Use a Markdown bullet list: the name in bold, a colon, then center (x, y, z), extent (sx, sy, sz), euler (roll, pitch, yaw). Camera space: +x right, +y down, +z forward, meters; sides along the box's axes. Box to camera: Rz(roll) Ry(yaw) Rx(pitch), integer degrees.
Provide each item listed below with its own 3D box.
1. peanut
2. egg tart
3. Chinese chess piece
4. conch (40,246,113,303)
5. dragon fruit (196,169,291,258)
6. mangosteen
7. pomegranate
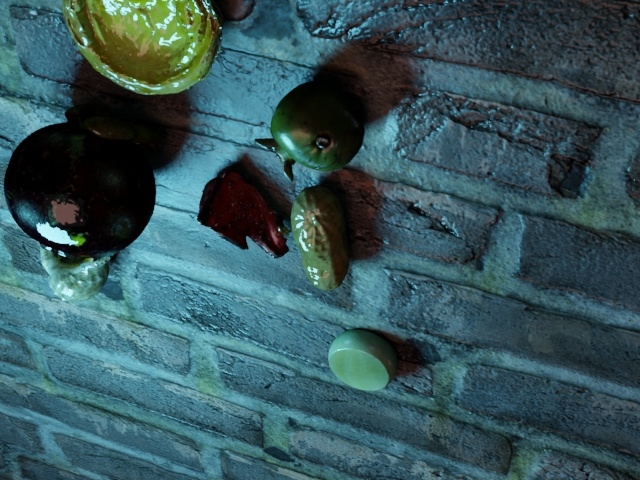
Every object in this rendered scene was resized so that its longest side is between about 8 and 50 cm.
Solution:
- **peanut**: center (0.000, 0.000, 1.682), extent (0.095, 0.108, 0.226), euler (5, 135, 16)
- **egg tart**: center (-0.278, -0.360, 1.491), extent (0.279, 0.095, 0.279), euler (10, 132, 12)
- **Chinese chess piece**: center (0.087, 0.244, 1.910), extent (0.144, 0.058, 0.144), euler (16, 138, 15)
- **conch**: center (-0.507, 0.039, 1.962), extent (0.155, 0.130, 0.207), euler (32, 125, -24)
- **dragon fruit**: center (-0.128, -0.042, 1.705), extent (0.192, 0.122, 0.092), euler (43, 120, -13)
- **mangosteen**: center (-0.425, -0.107, 1.694), extent (0.288, 0.288, 0.288), euler (14, 136, 14)
- **pomegranate**: center (-0.025, -0.172, 1.515), extent (0.191, 0.131, 0.152), euler (-17, 125, 47)
